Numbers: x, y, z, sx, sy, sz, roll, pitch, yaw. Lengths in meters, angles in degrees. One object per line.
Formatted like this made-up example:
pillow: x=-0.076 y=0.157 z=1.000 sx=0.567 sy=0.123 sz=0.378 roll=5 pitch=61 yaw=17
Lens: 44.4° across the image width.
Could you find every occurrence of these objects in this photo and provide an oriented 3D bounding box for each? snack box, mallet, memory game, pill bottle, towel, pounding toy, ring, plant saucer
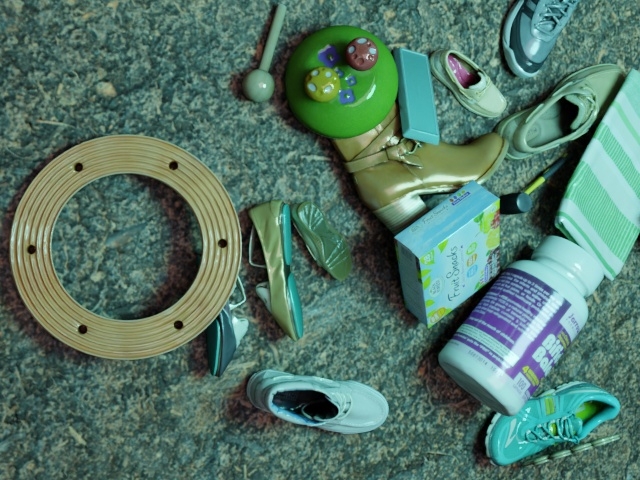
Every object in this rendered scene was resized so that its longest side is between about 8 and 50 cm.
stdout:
snack box: x=0.216 y=0.027 z=1.312 sx=0.174 sy=0.070 sz=0.207 roll=-35 pitch=142 yaw=-16
mallet: x=0.406 y=-0.109 z=1.434 sx=0.190 sy=0.062 sz=0.039 roll=-36 pitch=103 yaw=-15
memory game: x=0.454 y=0.383 z=1.428 sx=0.186 sy=0.186 sz=0.012 roll=-11 pitch=71 yaw=-19
pill bottle: x=0.359 y=0.143 z=1.375 sx=0.169 sy=0.169 sz=0.301 roll=43 pitch=79 yaw=-17
towel: x=0.565 y=-0.114 z=1.470 sx=0.248 sy=0.038 sz=0.325 roll=38 pitch=79 yaw=-36
pounding toy: x=0.007 y=-0.267 z=1.214 sx=0.237 sy=0.110 sz=0.183 roll=21 pitch=87 yaw=2
ring: x=-0.287 y=0.010 z=1.172 sx=0.337 sy=0.032 sz=0.336 roll=0 pitch=87 yaw=-10
plant saucer: x=0.161 y=-0.245 z=1.306 sx=0.067 sy=0.018 sz=0.192 roll=11 pitch=56 yaw=-21

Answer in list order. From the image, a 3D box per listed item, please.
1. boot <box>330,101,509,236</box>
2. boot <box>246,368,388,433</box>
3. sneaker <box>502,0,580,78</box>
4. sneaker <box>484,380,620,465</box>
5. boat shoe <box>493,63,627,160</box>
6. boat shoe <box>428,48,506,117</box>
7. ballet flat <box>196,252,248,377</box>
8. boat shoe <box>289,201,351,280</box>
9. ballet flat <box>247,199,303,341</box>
boot: x=0.169 y=-0.160 z=1.334 sx=0.283 sy=0.109 sz=0.220 roll=-38 pitch=98 yaw=-11
boot: x=0.013 y=0.275 z=1.278 sx=0.258 sy=0.123 sz=0.095 roll=13 pitch=89 yaw=-21
sneaker: x=0.417 y=-0.420 z=1.371 sx=0.101 sy=0.153 sz=0.268 roll=22 pitch=86 yaw=-20
sneaker: x=0.424 y=0.334 z=1.443 sx=0.275 sy=0.110 sz=0.107 roll=-22 pitch=100 yaw=-17
boat shoe: x=0.458 y=-0.235 z=1.426 sx=0.302 sy=0.098 sz=0.109 roll=-29 pitch=102 yaw=-16
boat shoe: x=0.266 y=-0.274 z=1.373 sx=0.170 sy=0.059 sz=0.063 roll=32 pitch=82 yaw=-19
ballet flat: x=-0.150 y=0.113 z=1.240 sx=0.074 sy=0.074 sz=0.203 roll=-8 pitch=94 yaw=-20
boat shoe: x=-0.002 y=0.001 z=1.305 sx=0.056 sy=0.048 sz=0.153 roll=-47 pitch=114 yaw=-25
ballet flat: x=-0.075 y=0.051 z=1.272 sx=0.073 sy=0.080 sz=0.232 roll=-6 pitch=93 yaw=8
